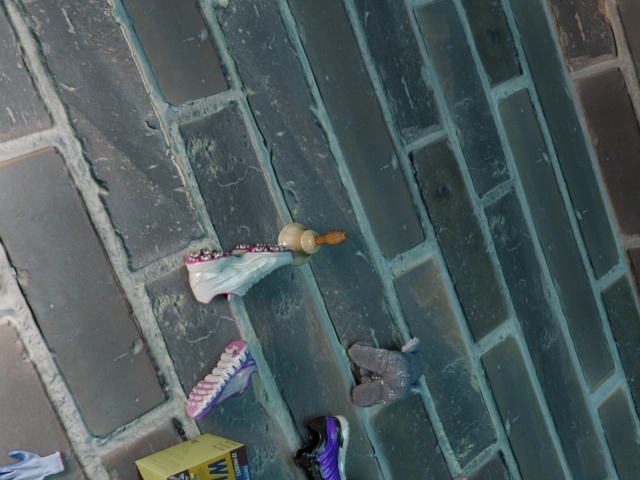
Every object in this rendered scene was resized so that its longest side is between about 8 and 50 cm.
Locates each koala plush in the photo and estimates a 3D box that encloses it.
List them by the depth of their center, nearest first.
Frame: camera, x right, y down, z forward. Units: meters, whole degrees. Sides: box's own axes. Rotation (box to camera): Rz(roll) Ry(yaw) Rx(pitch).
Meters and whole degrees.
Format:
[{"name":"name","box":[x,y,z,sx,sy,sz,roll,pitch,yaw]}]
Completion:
[{"name":"koala plush","box":[0.229,0.389,2.081,0.221,0.203,0.197,-1,86,-47]}]

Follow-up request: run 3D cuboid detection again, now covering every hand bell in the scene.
[{"name":"hand bell","box":[0.000,0.000,1.911,0.126,0.242,0.126,4,83,-36]}]

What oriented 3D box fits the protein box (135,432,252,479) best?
[{"name":"protein box","box":[-0.299,0.569,1.667,0.201,0.199,0.136,-14,93,-36]}]

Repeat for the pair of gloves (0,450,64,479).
[{"name":"pair of gloves","box":[-0.635,0.553,1.541,0.159,0.023,0.198,-10,92,-36]}]

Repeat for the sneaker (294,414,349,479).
[{"name":"sneaker","box":[-0.006,0.632,1.938,0.146,0.102,0.294,9,75,-30]}]

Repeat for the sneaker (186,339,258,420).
[{"name":"sneaker","box":[-0.241,0.373,1.799,0.236,0.095,0.105,-51,121,-29]}]

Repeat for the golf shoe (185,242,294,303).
[{"name":"golf shoe","box":[-0.207,0.084,1.850,0.306,0.115,0.140,-8,100,-29]}]

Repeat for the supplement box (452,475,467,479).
[{"name":"supplement box","box":[0.435,0.811,2.261,0.098,0.036,0.062,-19,95,-35]}]
